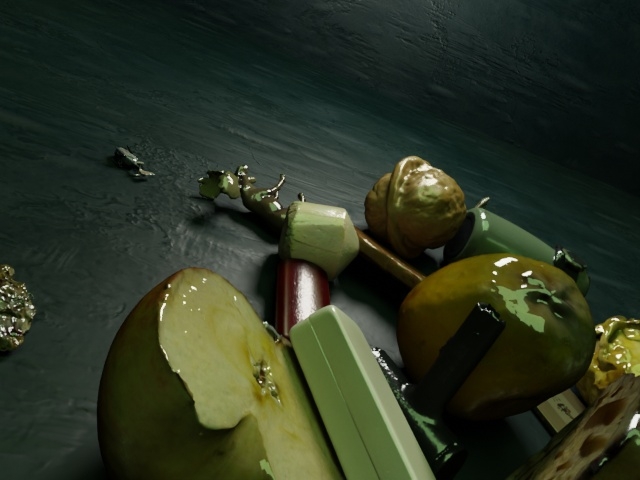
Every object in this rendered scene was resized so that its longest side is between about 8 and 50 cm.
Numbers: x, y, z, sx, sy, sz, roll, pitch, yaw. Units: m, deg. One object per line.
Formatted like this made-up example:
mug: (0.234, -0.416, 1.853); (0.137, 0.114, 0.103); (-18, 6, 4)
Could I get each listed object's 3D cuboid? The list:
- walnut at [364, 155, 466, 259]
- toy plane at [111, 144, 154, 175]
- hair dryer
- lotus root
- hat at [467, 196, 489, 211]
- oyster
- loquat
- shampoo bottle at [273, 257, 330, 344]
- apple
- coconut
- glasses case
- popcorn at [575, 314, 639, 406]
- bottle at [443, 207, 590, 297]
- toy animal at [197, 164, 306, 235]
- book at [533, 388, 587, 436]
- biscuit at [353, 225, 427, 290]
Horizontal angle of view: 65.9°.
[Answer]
walnut: (0.221, -0.077, 1.169); (0.225, 0.256, 0.257); (4, 16, 34)
toy plane: (-0.398, -0.167, 1.037); (0.121, 0.031, 0.049); (40, 24, 29)
hair dryer: (0.160, 0.186, 0.677); (0.089, 0.251, 0.197); (18, 23, -47)
lotus root: (0.322, 0.322, 0.527); (0.316, 0.316, 0.250); (-6, 51, -43)
hat: (0.442, -0.076, 1.483); (0.147, 0.084, 0.175); (-2, -9, 29)
oyster: (-0.411, 0.075, 0.618); (0.103, 0.051, 0.148); (13, 21, -35)
loquat: (0.269, 0.144, 0.791); (0.276, 0.284, 0.275); (15, 51, -19)
shampoo bottle: (-0.027, 0.132, 0.800); (0.102, 0.064, 0.260); (21, 29, -17)
apple: (-0.119, 0.186, 0.525); (0.293, 0.163, 0.251); (54, 9, -16)
coconut: (0.000, 0.000, 0.956); (0.153, 0.147, 0.147); (11, 32, -11)
glasses case: (0.064, 0.233, 0.587); (0.312, 0.070, 0.131); (63, 8, 30)
popcorn: (0.609, 0.272, 0.938); (0.250, 0.190, 0.250); (20, 36, -15)
bottle: (0.489, 0.056, 1.215); (0.347, 0.168, 0.168); (24, 29, -9)
toy animal: (-0.136, -0.092, 1.053); (0.214, 0.093, 0.186); (45, 42, 16)
book: (0.437, 0.295, 0.939); (0.139, 0.016, 0.198); (7, 34, -30)
biscuit: (0.136, 0.040, 1.052); (0.295, 0.044, 0.186); (36, 5, 21)
